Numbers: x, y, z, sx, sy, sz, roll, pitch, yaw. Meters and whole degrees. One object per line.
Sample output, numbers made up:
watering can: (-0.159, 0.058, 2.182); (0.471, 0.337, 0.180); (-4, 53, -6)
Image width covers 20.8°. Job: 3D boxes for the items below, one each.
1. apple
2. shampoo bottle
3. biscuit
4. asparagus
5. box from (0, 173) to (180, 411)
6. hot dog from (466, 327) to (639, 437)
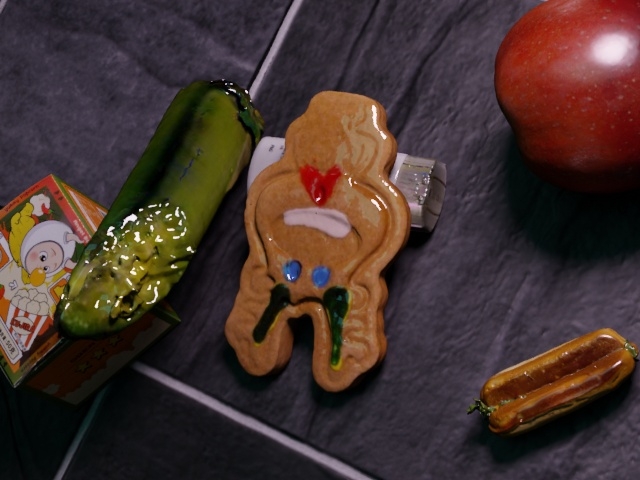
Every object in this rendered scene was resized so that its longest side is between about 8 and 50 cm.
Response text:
apple: (0.291, -0.155, 1.804); (0.201, 0.218, 0.218); (-17, 67, 15)
shampoo bottle: (0.028, -0.065, 1.985); (0.227, 0.056, 0.086); (8, 82, 26)
biscuit: (0.000, 0.000, 1.938); (0.202, 0.047, 0.334); (13, 93, 27)
asparagus: (-0.175, -0.034, 1.954); (0.128, 0.108, 0.382); (2, 40, 22)
box: (-0.305, 0.062, 2.043); (0.177, 0.148, 0.195); (-39, 62, 7)
hot dog: (0.244, 0.151, 1.816); (0.188, 0.055, 0.072); (-26, 61, 15)
